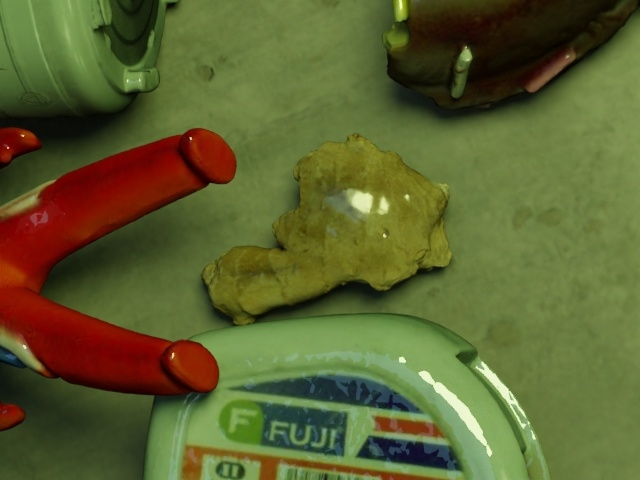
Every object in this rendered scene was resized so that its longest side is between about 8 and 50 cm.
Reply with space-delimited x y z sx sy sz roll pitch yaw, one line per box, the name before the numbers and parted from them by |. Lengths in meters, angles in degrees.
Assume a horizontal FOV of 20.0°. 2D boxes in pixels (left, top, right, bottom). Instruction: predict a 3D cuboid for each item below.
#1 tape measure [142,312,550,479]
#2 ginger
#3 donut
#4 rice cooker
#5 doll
tape measure | 0.020 0.164 1.049 0.243 0.125 0.246 6 86 14
ginger | -0.002 -0.008 1.105 0.165 0.067 0.096 -18 100 11
donut | 0.101 -0.269 1.082 0.259 0.136 0.345 -28 78 12
rice cooker | -0.216 -0.183 1.098 0.227 0.241 0.281 -1 50 10
doll | -0.225 0.029 1.093 0.384 0.099 0.188 -10 67 30
